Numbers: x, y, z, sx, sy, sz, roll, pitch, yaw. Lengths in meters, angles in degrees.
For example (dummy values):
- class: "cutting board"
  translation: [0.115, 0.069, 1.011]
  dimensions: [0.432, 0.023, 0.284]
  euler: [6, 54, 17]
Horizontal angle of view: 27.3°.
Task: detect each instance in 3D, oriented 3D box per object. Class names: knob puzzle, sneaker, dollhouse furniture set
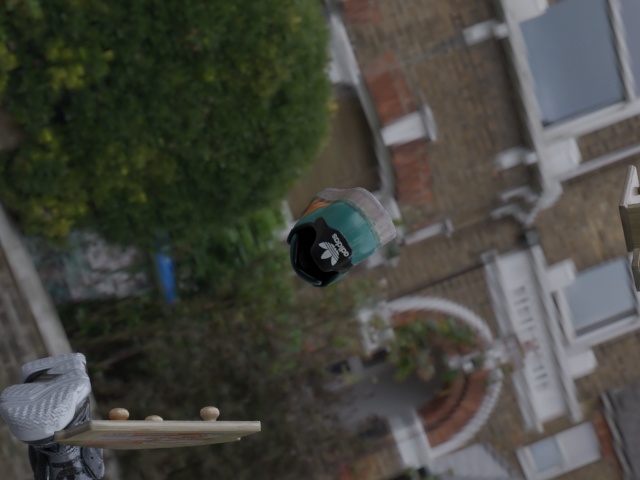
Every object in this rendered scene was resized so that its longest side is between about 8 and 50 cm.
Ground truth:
- class: "knob puzzle"
  translation: [-0.173, 0.188, 1.327]
  dimensions: [0.213, 0.213, 0.030]
  euler: [88, -1, -76]
- class: "sneaker"
  translation: [0.000, 0.000, 1.789]
  dimensions: [0.108, 0.121, 0.302]
  euler: [56, -13, -3]
- class: "sneaker"
  translation: [-0.304, 0.228, 1.541]
  dimensions: [0.268, 0.101, 0.153]
  euler: [-132, -149, -80]
- class: "dollhouse furniture set"
  translation: [0.431, -0.007, 1.493]
  dimensions: [0.123, 0.151, 0.144]
  euler: [-56, 135, -60]
